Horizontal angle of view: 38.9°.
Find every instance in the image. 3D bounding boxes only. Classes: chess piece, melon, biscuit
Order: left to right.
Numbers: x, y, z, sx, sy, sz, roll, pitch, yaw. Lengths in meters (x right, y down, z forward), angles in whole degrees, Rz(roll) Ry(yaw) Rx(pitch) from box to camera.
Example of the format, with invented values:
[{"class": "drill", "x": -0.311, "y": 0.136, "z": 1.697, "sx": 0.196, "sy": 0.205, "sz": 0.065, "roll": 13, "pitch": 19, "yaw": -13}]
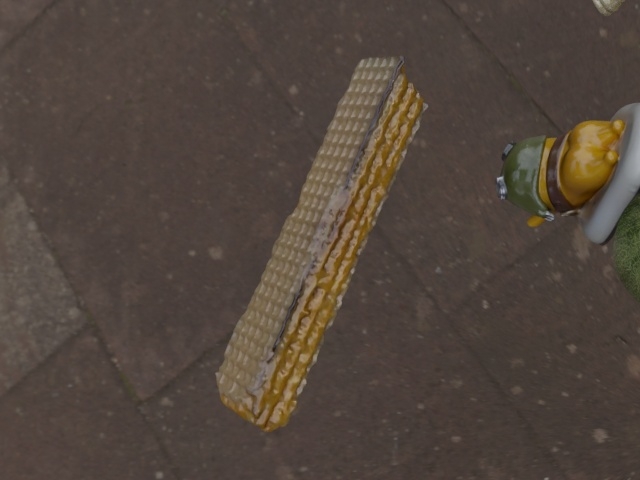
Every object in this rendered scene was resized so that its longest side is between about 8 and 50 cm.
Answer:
[{"class": "biscuit", "x": 0.000, "y": 0.000, "z": 0.895, "sx": 0.094, "sy": 0.054, "sz": 0.379, "roll": 17, "pitch": 82, "yaw": 58}, {"class": "chess piece", "x": 0.335, "y": -0.276, "z": 0.960, "sx": 0.092, "sy": 0.035, "sz": 0.035, "roll": -29, "pitch": 66, "yaw": 45}, {"class": "melon", "x": 0.364, "y": 0.009, "z": 0.907, "sx": 0.139, "sy": 0.192, "sz": 0.139, "roll": -5, "pitch": 72, "yaw": 16}]

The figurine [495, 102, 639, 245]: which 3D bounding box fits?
[{"class": "figurine", "x": 0.290, "y": -0.098, "z": 1.058, "sx": 0.141, "sy": 0.250, "sz": 0.167, "roll": 17, "pitch": 69, "yaw": 5}]
